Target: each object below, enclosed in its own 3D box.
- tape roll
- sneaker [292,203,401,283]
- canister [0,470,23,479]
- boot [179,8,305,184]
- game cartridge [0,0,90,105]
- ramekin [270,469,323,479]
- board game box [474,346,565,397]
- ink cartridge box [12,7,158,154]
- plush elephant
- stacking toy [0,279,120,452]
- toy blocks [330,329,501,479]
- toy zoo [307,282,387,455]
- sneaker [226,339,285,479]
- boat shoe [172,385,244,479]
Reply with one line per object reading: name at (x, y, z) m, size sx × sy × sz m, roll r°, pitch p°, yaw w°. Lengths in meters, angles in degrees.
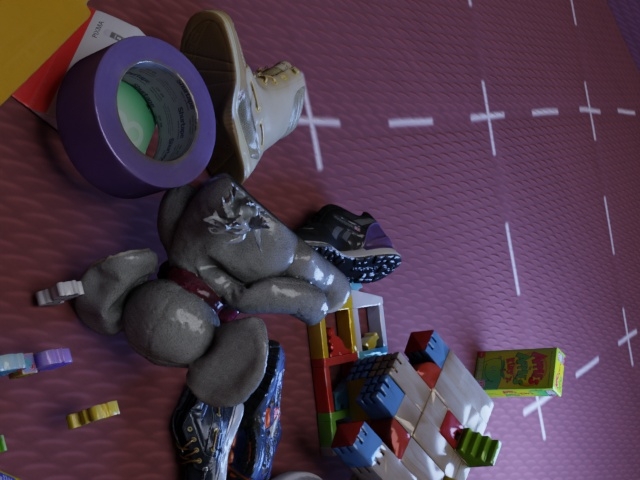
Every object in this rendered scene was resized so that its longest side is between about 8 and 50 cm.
tape roll at (-0.224, -0.150, 1.073) m, size 0.189 × 0.080 × 0.189 m, roll 14°, pitch 72°, yaw -48°
sneaker at (0.000, 0.000, 1.432) m, size 0.283 × 0.107 × 0.124 m, roll 6°, pitch 50°, yaw -45°
canister at (-0.361, 0.293, 0.895) m, size 0.170 × 0.073 × 0.126 m, roll 43°, pitch 49°, yaw -41°
boot at (-0.106, -0.238, 1.284) m, size 0.203 × 0.095 × 0.262 m, roll -49°, pitch 139°, yaw -46°
game cartridge at (-0.421, -0.311, 0.937) m, size 0.324 × 0.052 × 0.285 m, roll 55°, pitch 43°, yaw -28°
ramekin at (-0.007, 0.477, 1.249) m, size 0.273 × 0.127 × 0.273 m, roll 1°, pitch 88°, yaw -57°
board game box at (0.415, 0.278, 1.822) m, size 0.043 × 0.181 × 0.092 m, roll 41°, pitch 52°, yaw -40°
ink cartridge box at (-0.295, -0.218, 1.103) m, size 0.224 × 0.056 × 0.181 m, roll 43°, pitch 51°, yaw -41°
plush elephant at (-0.144, 0.063, 1.107) m, size 0.272 × 0.255 × 0.330 m, roll 41°, pitch 0°, yaw 9°
stacking toy at (-0.320, 0.134, 0.942) m, size 0.221 × 0.052 × 0.167 m, roll -1°, pitch 72°, yaw -64°
toy blocks at (0.141, 0.299, 1.440) m, size 0.261 × 0.190 × 0.381 m, roll 50°, pitch 47°, yaw -20°
toy zoo at (0.054, 0.203, 1.490) m, size 0.192 × 0.030 × 0.293 m, roll -2°, pitch 85°, yaw -53°
sneaker at (-0.093, 0.253, 1.263) m, size 0.087 × 0.083 × 0.221 m, roll 43°, pitch 56°, yaw -57°
boat shoe at (-0.168, 0.282, 1.166) m, size 0.083 × 0.065 × 0.183 m, roll 35°, pitch 54°, yaw -33°
